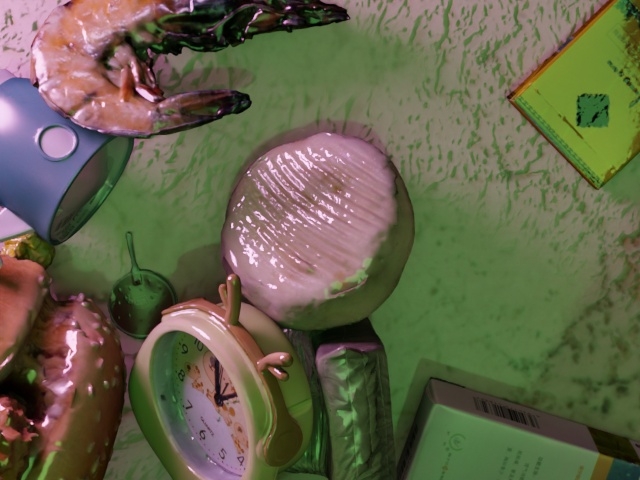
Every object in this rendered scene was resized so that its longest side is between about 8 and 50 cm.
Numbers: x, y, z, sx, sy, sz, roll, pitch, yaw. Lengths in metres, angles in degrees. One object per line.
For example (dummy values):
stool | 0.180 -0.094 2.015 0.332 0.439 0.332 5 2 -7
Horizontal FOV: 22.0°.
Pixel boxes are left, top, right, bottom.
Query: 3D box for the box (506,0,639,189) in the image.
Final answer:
box | 0.371 -0.208 1.922 0.279 0.041 0.153 -44 99 7

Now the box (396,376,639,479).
box | 0.241 0.311 1.983 0.299 0.106 0.200 18 102 -3

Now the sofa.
sofa | -0.015 0.195 1.896 0.176 0.225 0.210 -5 103 -5

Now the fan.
fan | -0.218 0.054 1.974 0.085 0.005 0.133 -11 102 1

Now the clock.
clock | -0.099 0.171 1.841 0.096 0.308 0.235 -20 62 -34

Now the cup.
cup | -0.326 -0.107 1.867 0.173 0.167 0.299 36 72 7

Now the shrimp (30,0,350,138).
shrimp | -0.140 -0.204 1.839 0.365 0.233 0.071 -6 144 -8

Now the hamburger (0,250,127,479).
hamburger | -0.390 0.272 1.867 0.268 0.287 0.445 31 108 -11

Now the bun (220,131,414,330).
bun | 0.000 0.000 1.884 0.239 0.141 0.239 -10 60 18

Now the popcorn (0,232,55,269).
popcorn | -0.344 0.007 1.936 0.068 0.059 0.083 -6 113 -40
